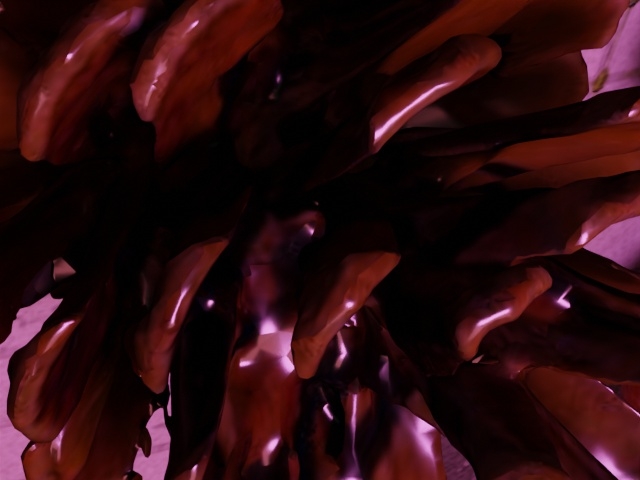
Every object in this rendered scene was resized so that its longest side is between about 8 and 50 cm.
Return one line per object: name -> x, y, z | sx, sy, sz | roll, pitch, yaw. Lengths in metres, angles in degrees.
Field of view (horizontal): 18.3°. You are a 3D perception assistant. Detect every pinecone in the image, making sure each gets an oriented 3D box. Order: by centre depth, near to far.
pinecone -> 0.000, 0.000, 0.827 | 0.384, 0.384, 0.384 | -19, 145, -14

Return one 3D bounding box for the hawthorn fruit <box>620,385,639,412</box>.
hawthorn fruit -> 0.333, 0.100, 1.284 | 0.284, 0.284, 0.284 | -19, 145, -14
